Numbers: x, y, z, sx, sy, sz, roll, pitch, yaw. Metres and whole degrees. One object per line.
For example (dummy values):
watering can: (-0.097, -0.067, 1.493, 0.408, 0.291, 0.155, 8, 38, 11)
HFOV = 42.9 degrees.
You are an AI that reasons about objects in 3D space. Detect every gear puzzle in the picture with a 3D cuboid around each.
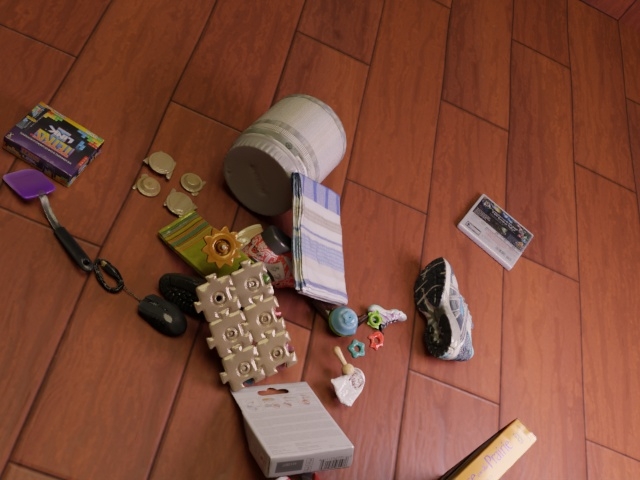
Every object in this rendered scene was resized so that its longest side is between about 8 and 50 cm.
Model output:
gear puzzle: (-0.177, 0.135, 1.693, 0.175, 0.044, 0.339, -23, 101, -23)

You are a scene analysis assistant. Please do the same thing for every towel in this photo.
towel: (0.000, 0.000, 1.853, 0.209, 0.034, 0.285, 25, 57, -55)
towel: (-0.252, 0.018, 1.780, 0.102, 0.021, 0.237, -38, 53, -20)

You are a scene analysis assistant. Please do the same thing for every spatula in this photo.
spatula: (-0.567, -0.047, 1.733, 0.084, 0.030, 0.296, -25, 71, -41)

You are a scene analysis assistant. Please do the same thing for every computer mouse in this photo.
computer mouse: (-0.378, 0.114, 1.710, 0.242, 0.041, 0.071, 37, 48, 1)

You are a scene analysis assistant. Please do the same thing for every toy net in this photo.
toy net: (0.076, 0.262, 1.826, 0.122, 0.045, 0.232, 14, 65, -19)

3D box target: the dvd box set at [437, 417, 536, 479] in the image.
dvd box set: (0.203, 0.524, 1.545, 0.420, 0.307, 0.062, -29, 71, -39)

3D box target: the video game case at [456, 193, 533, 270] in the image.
video game case: (0.494, -0.026, 2.298, 0.190, 0.022, 0.173, 41, 48, 5)

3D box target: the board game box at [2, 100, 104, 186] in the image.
board game box: (-0.599, -0.218, 1.831, 0.170, 0.048, 0.141, 31, 47, -4)

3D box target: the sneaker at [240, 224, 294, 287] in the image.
sneaker: (-0.091, 0.074, 1.864, 0.270, 0.145, 0.090, 40, 19, -48)

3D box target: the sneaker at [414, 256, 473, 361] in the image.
sneaker: (0.314, 0.176, 2.017, 0.122, 0.110, 0.283, 25, 49, -34)

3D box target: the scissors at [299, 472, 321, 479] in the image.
scissors: (-0.021, 0.475, 1.655, 0.109, 0.021, 0.297, -12, 62, -31)

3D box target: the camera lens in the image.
camera lens: (-0.081, -0.214, 1.990, 0.219, 0.219, 0.274, 39, 48, 2)

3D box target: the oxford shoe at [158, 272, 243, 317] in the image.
oxford shoe: (-0.240, 0.118, 1.771, 0.227, 0.083, 0.096, 21, 24, -9)

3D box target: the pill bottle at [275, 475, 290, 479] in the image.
pill bottle: (-0.052, 0.533, 1.546, 0.087, 0.087, 0.160, -31, 75, -40)

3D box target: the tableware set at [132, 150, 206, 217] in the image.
tableware set: (-0.354, -0.133, 1.920, 0.169, 0.020, 0.141, 32, 50, -5)

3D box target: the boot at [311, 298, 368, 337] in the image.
boot: (0.045, 0.161, 1.911, 0.106, 0.037, 0.114, -24, 66, -41)

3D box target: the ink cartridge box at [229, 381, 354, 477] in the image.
ink cartridge box: (-0.065, 0.380, 1.653, 0.189, 0.066, 0.232, 1, 21, -29)

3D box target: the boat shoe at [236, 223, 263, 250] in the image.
boat shoe: (-0.191, 0.022, 1.870, 0.170, 0.063, 0.059, -34, 79, -31)

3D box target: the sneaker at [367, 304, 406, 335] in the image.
sneaker: (0.157, 0.197, 1.944, 0.098, 0.038, 0.069, 12, 53, -8)
